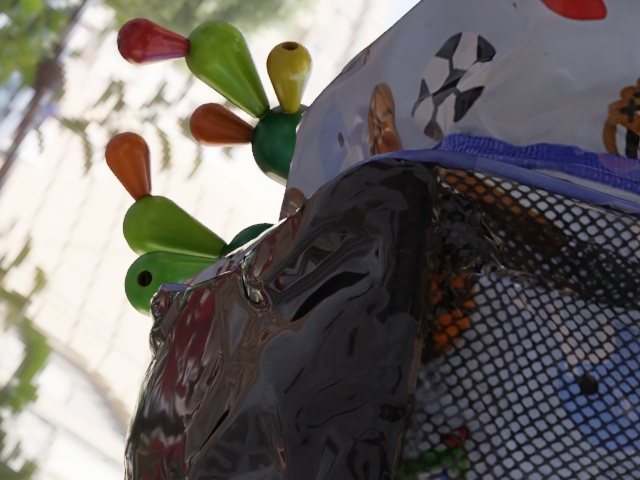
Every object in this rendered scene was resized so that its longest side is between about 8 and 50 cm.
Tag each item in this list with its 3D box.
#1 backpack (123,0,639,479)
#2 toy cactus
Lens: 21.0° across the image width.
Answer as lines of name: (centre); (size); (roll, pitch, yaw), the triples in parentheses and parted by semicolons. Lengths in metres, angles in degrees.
backpack: (0.090, 0.060, 0.456); (0.276, 0.263, 0.213); (159, -50, -75)
toy cactus: (0.000, 0.000, 0.761); (0.112, 0.180, 0.219); (-43, -121, 54)
